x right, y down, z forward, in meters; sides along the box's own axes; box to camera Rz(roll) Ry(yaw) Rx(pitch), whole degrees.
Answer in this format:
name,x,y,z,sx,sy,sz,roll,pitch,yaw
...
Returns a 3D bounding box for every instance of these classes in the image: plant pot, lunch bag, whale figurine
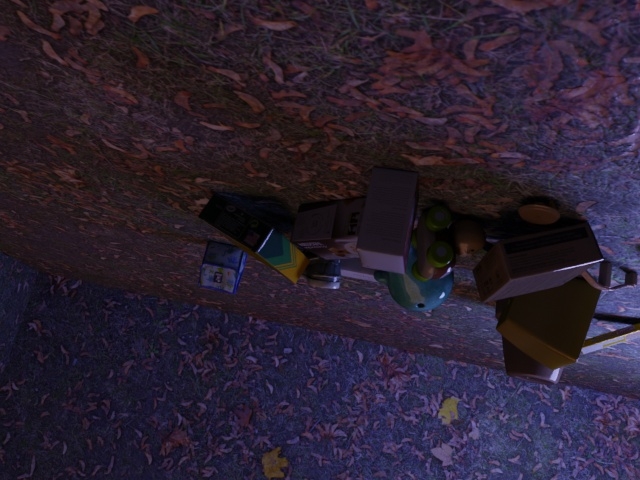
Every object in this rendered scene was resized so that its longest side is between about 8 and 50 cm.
name,x,y,z,sx,sy,sz,roll,pitch,yaw
plant pot,0.652,0.309,1.883,0.263,0.229,0.263,12,165,3
plant pot,0.585,0.197,1.633,0.187,0.212,0.212,23,166,11
lunch bag,-0.318,0.090,2.009,0.129,0.151,0.096,12,164,5
whale figurine,0.232,0.084,1.571,0.216,0.141,0.272,-15,140,25

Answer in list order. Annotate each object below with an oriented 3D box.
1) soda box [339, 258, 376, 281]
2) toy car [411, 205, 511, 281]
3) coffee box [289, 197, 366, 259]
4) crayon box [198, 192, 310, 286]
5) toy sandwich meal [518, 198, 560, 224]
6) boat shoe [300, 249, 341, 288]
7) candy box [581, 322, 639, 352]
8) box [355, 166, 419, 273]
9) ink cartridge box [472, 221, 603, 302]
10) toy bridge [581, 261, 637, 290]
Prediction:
name,x,y,z,sx,sy,sz,roll,pitch,yaw
soda box,0.162,0.079,1.759,0.216,0.069,0.074,10,164,8
toy car,0.304,0.012,1.333,0.189,0.148,0.155,2,163,-5
coffee box,0.069,-0.024,1.432,0.247,0.098,0.141,-4,157,43
crayon box,-0.156,0.006,1.619,0.202,0.081,0.318,30,172,26
toy sandwich meal,0.422,-0.057,1.189,0.086,0.029,0.085,15,160,5
boat shoe,-0.011,0.065,1.788,0.116,0.099,0.319,5,-174,-15
candy box,0.882,0.293,1.862,0.206,0.027,0.105,-22,150,19
box,0.135,-0.037,1.213,0.091,0.170,0.130,9,164,12
ink cartridge box,0.447,0.052,1.312,0.193,0.088,0.234,-13,163,-4
toy bridge,0.650,0.082,1.416,0.188,0.063,0.026,19,163,-18
